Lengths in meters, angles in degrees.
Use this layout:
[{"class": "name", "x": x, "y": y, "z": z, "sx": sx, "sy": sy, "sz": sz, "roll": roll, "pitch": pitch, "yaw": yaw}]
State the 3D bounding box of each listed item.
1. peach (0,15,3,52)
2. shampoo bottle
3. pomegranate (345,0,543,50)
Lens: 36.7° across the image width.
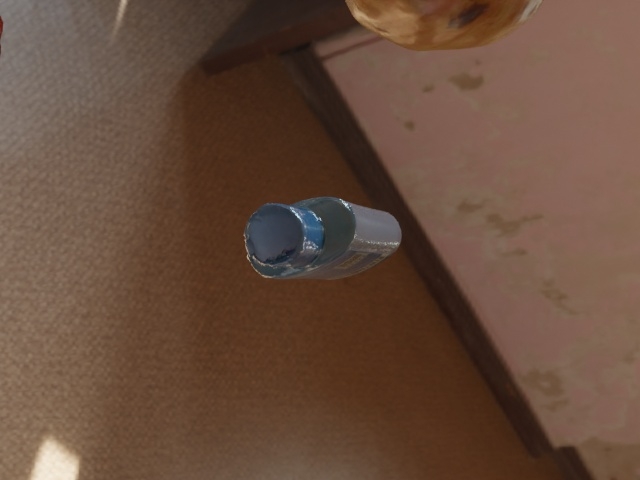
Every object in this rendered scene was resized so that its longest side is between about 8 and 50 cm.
[{"class": "peach", "x": -0.503, "y": -0.240, "z": 1.165, "sx": 0.196, "sy": 0.190, "sz": 0.226, "roll": 40, "pitch": 31, "yaw": 14}, {"class": "shampoo bottle", "x": 0.000, "y": 0.000, "z": 0.876, "sx": 0.061, "sy": 0.103, "sz": 0.258, "roll": 69, "pitch": 15, "yaw": 8}, {"class": "pomegranate", "x": 0.158, "y": -0.412, "z": 1.296, "sx": 0.342, "sy": 0.342, "sz": 0.343, "roll": 17, "pitch": 68, "yaw": -48}]
